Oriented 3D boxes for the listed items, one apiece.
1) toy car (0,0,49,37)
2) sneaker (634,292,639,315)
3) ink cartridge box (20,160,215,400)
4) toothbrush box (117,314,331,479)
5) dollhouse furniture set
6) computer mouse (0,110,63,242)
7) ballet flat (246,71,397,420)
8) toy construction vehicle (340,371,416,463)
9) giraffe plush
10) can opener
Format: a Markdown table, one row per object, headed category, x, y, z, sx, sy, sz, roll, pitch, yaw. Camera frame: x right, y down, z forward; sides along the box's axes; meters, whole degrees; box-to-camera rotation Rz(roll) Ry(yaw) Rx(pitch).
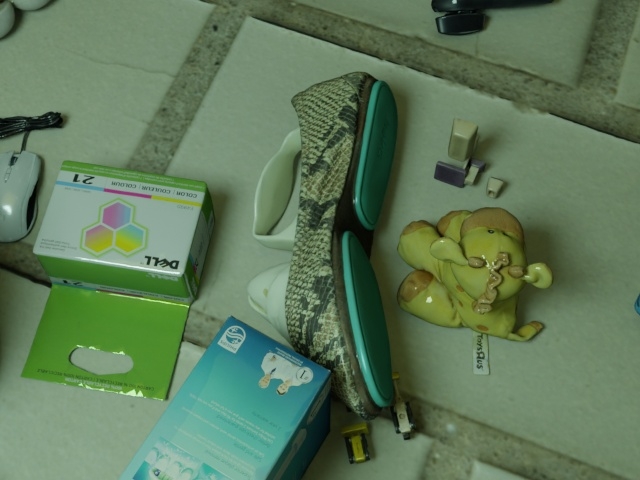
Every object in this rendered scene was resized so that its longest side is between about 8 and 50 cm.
| category | x | y | z | sx | sy | sz | roll | pitch | yaw |
| --- | --- | --- | --- | --- | --- | --- | --- | --- | --- |
| toy car | -0.487 | -0.384 | 1.343 | 0.182 | 0.159 | 0.136 | -45 | 35 | -20 |
| sneaker | 0.547 | 0.037 | 1.132 | 0.341 | 0.125 | 0.139 | -22 | 70 | -9 |
| ink cartridge box | -0.248 | 0.046 | 1.136 | 0.189 | 0.097 | 0.255 | 9 | 62 | 4 |
| toothbrush box | -0.112 | 0.259 | 0.962 | 0.126 | 0.216 | 0.295 | 27 | 67 | 13 |
| dollhouse furniture set | 0.209 | -0.128 | 1.220 | 0.091 | 0.114 | 0.081 | 20 | 60 | 12 |
| computer mouse | -0.402 | -0.090 | 1.234 | 0.106 | 0.042 | 0.192 | -1 | 63 | -2 |
| ballet flat | 0.000 | 0.000 | 1.148 | 0.182 | 0.164 | 0.482 | -9 | 55 | 19 |
| toy construction vehicle | 0.065 | 0.207 | 1.095 | 0.086 | 0.035 | 0.098 | -16 | 61 | 4 |
| giraffe plush | 0.186 | 0.032 | 1.104 | 0.182 | 0.170 | 0.210 | -12 | 64 | -7 |
| can opener | 0.252 | -0.349 | 1.372 | 0.186 | 0.073 | 0.059 | -12 | 25 | -10 |
